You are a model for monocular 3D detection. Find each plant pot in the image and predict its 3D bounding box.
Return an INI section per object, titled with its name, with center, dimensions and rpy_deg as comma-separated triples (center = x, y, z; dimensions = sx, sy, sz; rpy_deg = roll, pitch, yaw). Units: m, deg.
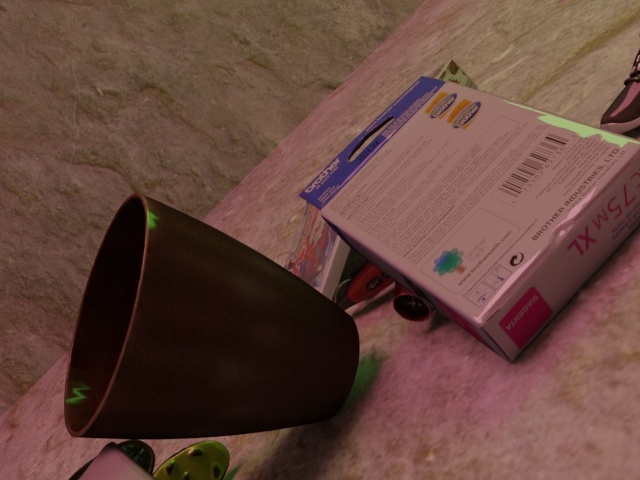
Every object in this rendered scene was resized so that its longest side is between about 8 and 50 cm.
[plant pot]
center = -0.089, 0.091, 0.814
dimensions = 0.215, 0.230, 0.215
rpy_deg = -44, 38, 48

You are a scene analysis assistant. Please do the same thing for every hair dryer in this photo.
[hair dryer]
center = 0.098, 0.019, 0.929
dimensions = 0.224, 0.080, 0.293
rpy_deg = -60, 5, 8

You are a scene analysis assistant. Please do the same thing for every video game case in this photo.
[video game case]
center = 0.000, 0.000, 1.192
dimensions = 0.183, 0.023, 0.201
rpy_deg = -13, 56, 68

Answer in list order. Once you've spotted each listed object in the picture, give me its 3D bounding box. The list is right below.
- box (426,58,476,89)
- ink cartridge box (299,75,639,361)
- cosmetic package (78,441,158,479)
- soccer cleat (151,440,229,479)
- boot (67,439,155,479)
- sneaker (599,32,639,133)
[box]
center = 0.137, -0.151, 1.307
dimensions = 0.067, 0.063, 0.324
rpy_deg = -33, 17, 49
[ink cartridge box]
center = 0.121, -0.040, 0.774
dimensions = 0.186, 0.065, 0.311
rpy_deg = -46, 35, -5
[cosmetic package]
center = -0.126, 0.279, 0.567
dimensions = 0.217, 0.156, 0.385
rpy_deg = -48, 12, -16
[soccer cleat]
center = -0.165, 0.275, 0.933
dimensions = 0.179, 0.060, 0.072
rpy_deg = -46, 0, -1
[boot]
center = -0.267, 0.324, 0.992
dimensions = 0.219, 0.082, 0.106
rpy_deg = -52, -7, -42
[sneaker]
center = 0.302, -0.164, 0.804
dimensions = 0.158, 0.065, 0.061
rpy_deg = -45, 12, -2
